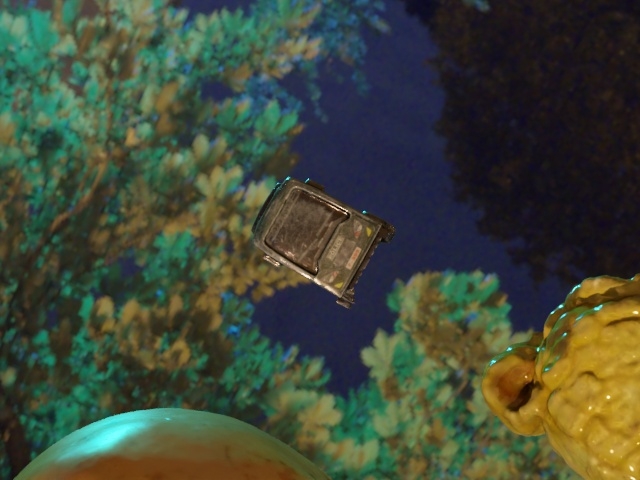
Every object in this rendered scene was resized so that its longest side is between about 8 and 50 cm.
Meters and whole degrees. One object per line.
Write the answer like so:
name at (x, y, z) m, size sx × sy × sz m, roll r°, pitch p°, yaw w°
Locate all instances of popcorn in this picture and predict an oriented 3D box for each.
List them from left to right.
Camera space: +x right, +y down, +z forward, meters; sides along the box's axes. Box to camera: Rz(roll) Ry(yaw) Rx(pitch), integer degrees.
popcorn at (0.320, 0.140, 1.107) m, size 0.286 × 0.225 × 0.174 m, roll 31°, pitch -171°, yaw 32°

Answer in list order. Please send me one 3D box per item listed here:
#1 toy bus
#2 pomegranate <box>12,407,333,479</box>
toy bus at (0.000, 0.000, 0.600) m, size 0.065 × 0.047 × 0.166 m, roll 30°, pitch 179°, yaw 2°
pomegranate at (-0.096, 0.289, 0.765) m, size 0.342 × 0.342 × 0.342 m, roll 23°, pitch -150°, yaw -14°
